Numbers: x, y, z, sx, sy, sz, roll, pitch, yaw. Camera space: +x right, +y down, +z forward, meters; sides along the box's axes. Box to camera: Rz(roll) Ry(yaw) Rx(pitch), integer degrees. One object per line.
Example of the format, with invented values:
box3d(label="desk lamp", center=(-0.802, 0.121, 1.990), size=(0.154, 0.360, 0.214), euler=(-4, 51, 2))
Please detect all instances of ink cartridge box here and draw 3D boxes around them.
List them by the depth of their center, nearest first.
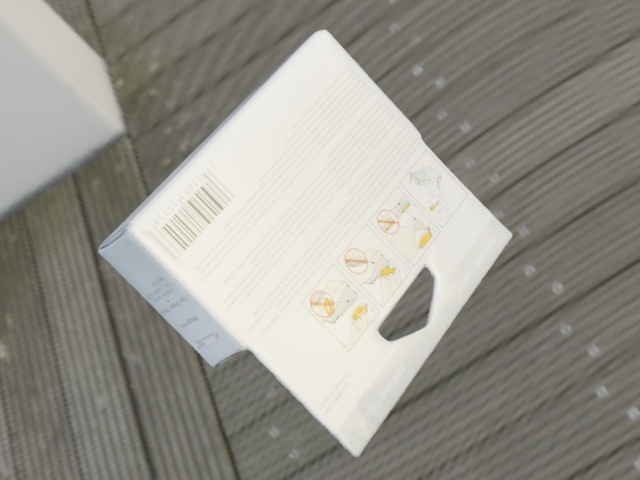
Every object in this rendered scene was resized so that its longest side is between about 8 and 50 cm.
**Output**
box3d(label="ink cartridge box", center=(0.000, 0.000, 1.071), size=(0.060, 0.239, 0.275), euler=(-31, 15, 52))
